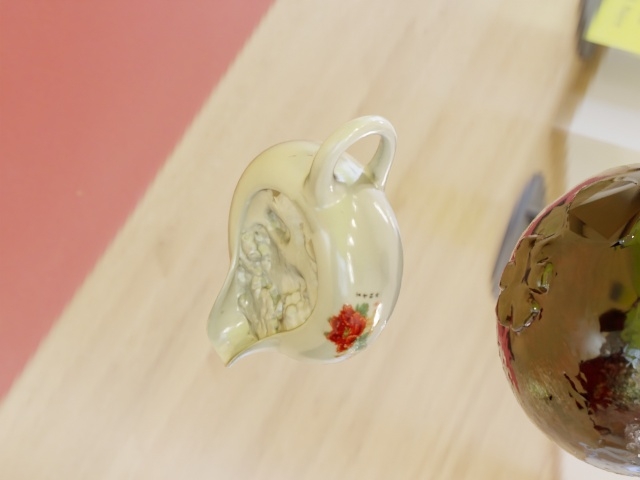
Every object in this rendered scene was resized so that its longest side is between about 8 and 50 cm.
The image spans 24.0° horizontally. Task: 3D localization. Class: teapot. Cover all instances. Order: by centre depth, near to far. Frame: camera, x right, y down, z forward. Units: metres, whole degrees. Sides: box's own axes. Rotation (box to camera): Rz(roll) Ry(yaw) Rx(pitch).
[{"bbox_3d":[0.000,0.000,0.961,0.092,0.145,0.226,-16,146,-35],"label":"teapot"}]

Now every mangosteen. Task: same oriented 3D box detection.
[{"bbox_3d":[0.309,0.070,1.363,0.311,0.311,0.311,-52,152,-43],"label":"mangosteen"}]
